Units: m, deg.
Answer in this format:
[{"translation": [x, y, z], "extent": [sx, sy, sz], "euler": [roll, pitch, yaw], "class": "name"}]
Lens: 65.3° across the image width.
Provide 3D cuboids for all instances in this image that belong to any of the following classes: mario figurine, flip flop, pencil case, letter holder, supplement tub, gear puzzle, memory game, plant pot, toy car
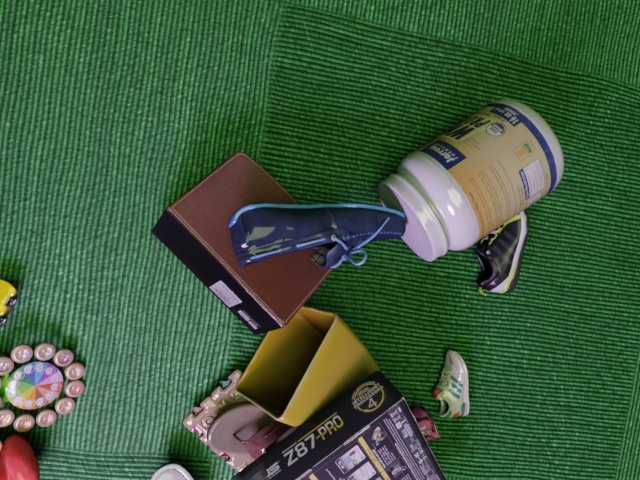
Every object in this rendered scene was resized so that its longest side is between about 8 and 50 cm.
[{"translation": [-0.691, 0.439, 0.915], "extent": [0.321, 0.198, 0.169], "euler": [6, 70, -5], "class": "mario figurine"}, {"translation": [-0.093, 0.415, 1.026], "extent": [0.277, 0.080, 0.112], "euler": [22, 89, -13], "class": "flip flop"}, {"translation": [0.159, 0.450, 1.102], "extent": [0.210, 0.098, 0.095], "euler": [-31, 97, -6], "class": "pencil case"}, {"translation": [-0.141, 0.004, 1.003], "extent": [0.302, 0.152, 0.214], "euler": [47, 59, -9], "class": "letter holder"}, {"translation": [0.301, -0.120, 1.031], "extent": [0.316, 0.228, 0.228], "euler": [-33, 98, -7], "class": "supplement tub"}, {"translation": [-0.120, 0.435, 1.087], "extent": [0.175, 0.044, 0.339], "euler": [-44, 101, -6], "class": "gear puzzle"}, {"translation": [-0.560, 0.288, 0.979], "extent": [0.186, 0.012, 0.186], "euler": [-8, 105, -33], "class": "memory game"}, {"translation": [-0.007, 0.272, 1.004], "extent": [0.187, 0.212, 0.212], "euler": [38, 71, -25], "class": "plant pot"}, {"translation": [-0.661, 0.213, 0.976], "extent": [0.239, 0.053, 0.224], "euler": [-29, 97, -6], "class": "toy car"}]

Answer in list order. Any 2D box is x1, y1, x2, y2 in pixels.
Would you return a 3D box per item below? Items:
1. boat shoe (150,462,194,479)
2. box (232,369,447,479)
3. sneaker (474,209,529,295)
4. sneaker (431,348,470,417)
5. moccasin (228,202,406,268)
[{"translation": [-0.290, 0.595, 1.036], "extent": [0.115, 0.091, 0.302], "euler": [-11, 95, -19], "class": "boat shoe"}, {"translation": [0.070, 0.473, 0.945], "extent": [0.318, 0.097, 0.394], "euler": [-35, 125, -10], "class": "box"}, {"translation": [0.401, 0.011, 1.127], "extent": [0.097, 0.084, 0.234], "euler": [5, 92, -9], "class": "sneaker"}, {"translation": [0.293, 0.330, 1.138], "extent": [0.076, 0.057, 0.161], "euler": [-9, 97, -15], "class": "sneaker"}, {"translation": [0.000, 0.000, 0.938], "extent": [0.343, 0.138, 0.116], "euler": [-2, 78, -16], "class": "moccasin"}]
